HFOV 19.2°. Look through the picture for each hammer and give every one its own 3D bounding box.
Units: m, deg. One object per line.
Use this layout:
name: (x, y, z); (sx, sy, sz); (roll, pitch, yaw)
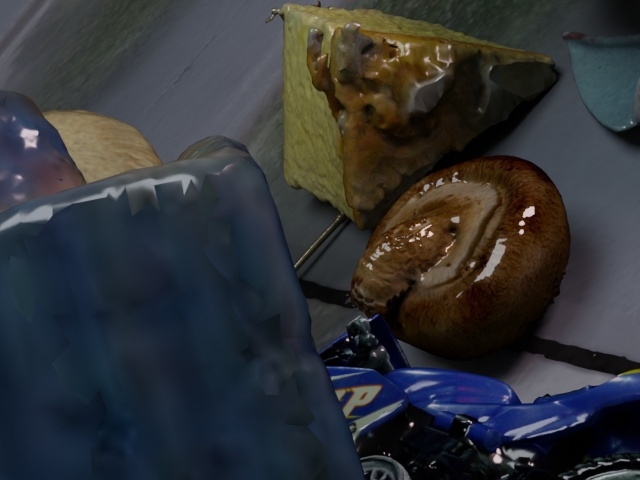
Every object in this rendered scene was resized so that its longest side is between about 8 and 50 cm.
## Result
hammer: (0.000, 0.000, 1.137); (0.029, 0.014, 0.123); (32, 74, 37)

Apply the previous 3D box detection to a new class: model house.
model house: (-0.158, 0.147, 0.608); (0.445, 0.395, 0.400); (-18, 7, -42)

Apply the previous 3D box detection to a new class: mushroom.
mushroom: (0.073, 0.005, 0.970); (0.127, 0.087, 0.127); (-30, 37, 25)

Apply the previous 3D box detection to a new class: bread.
bread: (0.050, -0.085, 1.130); (0.152, 0.127, 0.147); (-10, 19, -21)

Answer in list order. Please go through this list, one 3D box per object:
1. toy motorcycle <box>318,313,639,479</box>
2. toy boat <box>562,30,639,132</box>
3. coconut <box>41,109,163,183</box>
toy motorcycle: (0.056, 0.103, 0.850); (0.315, 0.113, 0.169); (-2, 40, 37)
toy boat: (0.168, -0.093, 1.046); (0.096, 0.034, 0.122); (-54, 23, -18)
coconut: (-0.168, 0.033, 1.131); (0.224, 0.224, 0.224); (-30, 33, 22)
